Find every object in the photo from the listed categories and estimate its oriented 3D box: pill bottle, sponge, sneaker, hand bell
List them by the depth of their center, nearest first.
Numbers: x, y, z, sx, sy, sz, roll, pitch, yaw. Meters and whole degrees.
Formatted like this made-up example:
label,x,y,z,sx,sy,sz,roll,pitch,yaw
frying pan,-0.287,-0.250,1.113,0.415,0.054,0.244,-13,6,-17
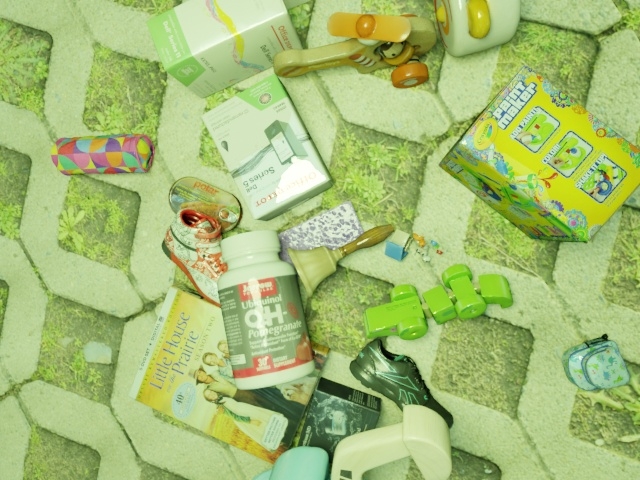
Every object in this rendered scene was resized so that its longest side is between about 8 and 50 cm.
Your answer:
label,x,y,z,sx,sy,sz,roll,pitch,yaw
pill bottle,-0.127,0.146,0.998,0.177,0.176,0.318,-14,82,8
hand bell,0.058,0.024,1.040,0.242,0.126,0.126,-25,88,-5
sneaker,0.199,0.332,1.050,0.268,0.101,0.106,34,93,5
sneaker,-0.255,0.043,1.079,0.270,0.090,0.145,42,128,7
sponge,0.000,0.000,1.100,0.210,0.031,0.117,-25,89,6

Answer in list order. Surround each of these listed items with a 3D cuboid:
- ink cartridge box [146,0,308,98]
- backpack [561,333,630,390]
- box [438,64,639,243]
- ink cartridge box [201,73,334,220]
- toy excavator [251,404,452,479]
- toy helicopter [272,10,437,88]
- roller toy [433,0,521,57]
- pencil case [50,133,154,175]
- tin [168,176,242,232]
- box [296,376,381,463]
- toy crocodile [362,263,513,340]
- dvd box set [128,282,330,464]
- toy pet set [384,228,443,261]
label,x,y,z,sx,sy,sz,roll,pitch,yaw
ink cartridge box,-0.167,-0.466,1.018,0.354,0.207,0.119,-22,87,8
backpack,0.602,0.275,1.004,0.115,0.084,0.104,-21,87,10
box,0.414,-0.150,0.912,0.279,0.290,0.177,39,96,4
ink cartridge box,-0.117,-0.207,1.066,0.199,0.115,0.272,-28,88,7
toy excavator,0.027,0.510,0.919,0.434,0.222,0.444,2,118,11
toy helicopter,0.068,-0.407,0.977,0.356,0.235,0.140,-8,91,8
roller toy,0.318,-0.493,0.963,0.147,0.191,0.209,-15,78,8
pencil case,-0.536,-0.211,1.132,0.237,0.104,0.104,0,92,9
tin,-0.283,-0.089,1.132,0.190,0.040,0.106,25,99,6
box,0.045,0.431,1.076,0.159,0.093,0.155,18,94,7
toy crocodile,0.262,0.151,1.040,0.341,0.105,0.115,-21,47,8
dvd box set,-0.226,0.324,1.123,0.421,0.062,0.307,23,94,6
toy pet set,0.206,0.024,1.033,0.114,0.122,0.065,25,87,25
